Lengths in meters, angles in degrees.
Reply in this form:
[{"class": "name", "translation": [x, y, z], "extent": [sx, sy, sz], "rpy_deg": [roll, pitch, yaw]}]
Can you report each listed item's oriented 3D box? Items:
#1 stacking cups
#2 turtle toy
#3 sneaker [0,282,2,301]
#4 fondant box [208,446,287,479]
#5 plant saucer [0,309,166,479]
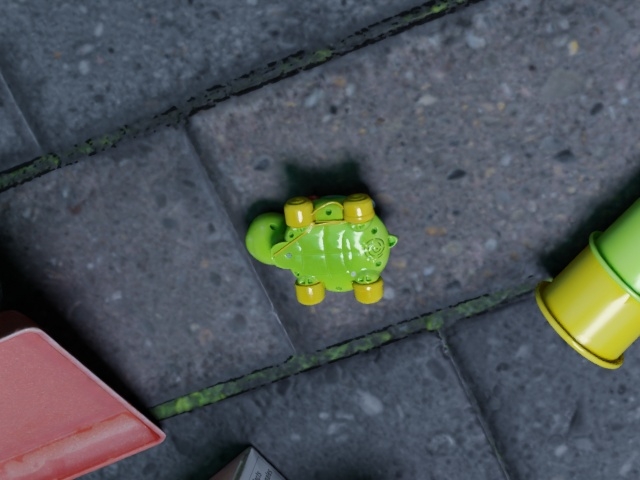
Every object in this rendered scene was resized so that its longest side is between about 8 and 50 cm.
[{"class": "stacking cups", "translation": [0.301, -0.038, 1.427], "extent": [0.096, 0.096, 0.316], "rpy_deg": [38, 114, -7]}, {"class": "turtle toy", "translation": [0.000, 0.000, 1.514], "extent": [0.130, 0.066, 0.095], "rpy_deg": [-2, 113, 12]}, {"class": "sneaker", "translation": [-0.464, 0.009, 1.575], "extent": [0.410, 0.158, 0.182], "rpy_deg": [23, 125, 7]}, {"class": "fondant box", "translation": [-0.038, 0.382, 1.674], "extent": [0.238, 0.096, 0.330], "rpy_deg": [-41, 100, 23]}, {"class": "plant saucer", "translation": [-0.300, 0.154, 1.568], "extent": [0.258, 0.047, 0.259], "rpy_deg": [-23, 149, 10]}]
